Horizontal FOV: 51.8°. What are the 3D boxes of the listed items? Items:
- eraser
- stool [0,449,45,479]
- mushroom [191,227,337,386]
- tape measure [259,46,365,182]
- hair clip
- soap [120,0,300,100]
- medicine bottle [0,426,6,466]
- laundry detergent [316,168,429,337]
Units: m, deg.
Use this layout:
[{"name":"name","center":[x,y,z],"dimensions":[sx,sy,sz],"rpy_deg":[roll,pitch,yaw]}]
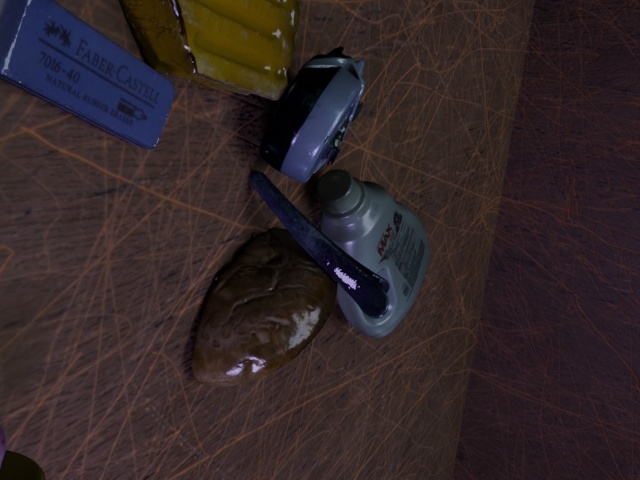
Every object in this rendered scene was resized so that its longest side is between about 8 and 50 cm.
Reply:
[{"name":"eraser","center":[-0.231,-0.162,0.639],"dimensions":[0.225,0.036,0.082],"rpy_deg":[28,80,-63]},{"name":"stool","center":[-0.319,0.268,0.608],"dimensions":[0.135,0.134,0.110],"rpy_deg":[10,102,-18]},{"name":"mushroom","center":[-0.061,0.102,0.968],"dimensions":[0.285,0.151,0.156],"rpy_deg":[-57,146,-32]},{"name":"tape measure","center":[-0.008,-0.170,0.930],"dimensions":[0.181,0.107,0.182],"rpy_deg":[-60,-178,-21]},{"name":"hair clip","center":[0.000,0.000,0.959],"dimensions":[0.048,0.275,0.083],"rpy_deg":[-41,-170,21]},{"name":"soap","center":[-0.122,-0.260,0.748],"dimensions":[0.257,0.080,0.160],"rpy_deg":[-2,104,-62]},{"name":"medicine bottle","center":[-0.355,0.256,0.458],"dimensions":[0.178,0.178,0.290],"rpy_deg":[23,84,-63]},{"name":"laundry detergent","center":[0.086,0.011,1.237],"dimensions":[0.264,0.125,0.398],"rpy_deg":[-65,150,-17]}]
